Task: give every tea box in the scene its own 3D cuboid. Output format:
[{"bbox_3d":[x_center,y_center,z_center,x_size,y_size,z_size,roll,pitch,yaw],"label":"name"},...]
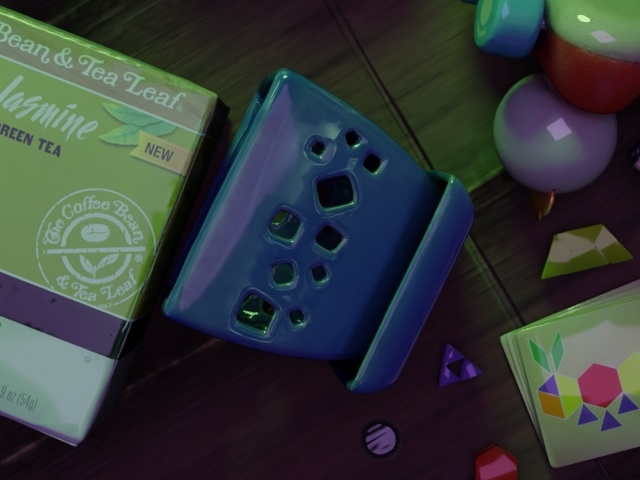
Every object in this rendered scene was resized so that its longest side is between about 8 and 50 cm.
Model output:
[{"bbox_3d":[-0.290,-0.036,1.575,0.329,0.220,0.324,20,91,-1],"label":"tea box"}]

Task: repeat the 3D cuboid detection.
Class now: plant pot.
[{"bbox_3d":[0.000,0.000,1.576,0.212,0.236,0.236,26,90,-6],"label":"plant pot"}]

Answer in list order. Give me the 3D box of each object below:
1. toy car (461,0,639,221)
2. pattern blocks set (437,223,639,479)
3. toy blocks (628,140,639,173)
[{"bbox_3d":[0.216,-0.135,1.618,0.219,0.210,0.238,10,120,-14],"label":"toy car"},{"bbox_3d":[0.272,0.127,1.677,0.324,0.026,0.286,-7,91,0],"label":"pattern blocks set"},{"bbox_3d":[0.490,-0.077,1.544,0.309,0.260,0.288,42,85,-1],"label":"toy blocks"}]
